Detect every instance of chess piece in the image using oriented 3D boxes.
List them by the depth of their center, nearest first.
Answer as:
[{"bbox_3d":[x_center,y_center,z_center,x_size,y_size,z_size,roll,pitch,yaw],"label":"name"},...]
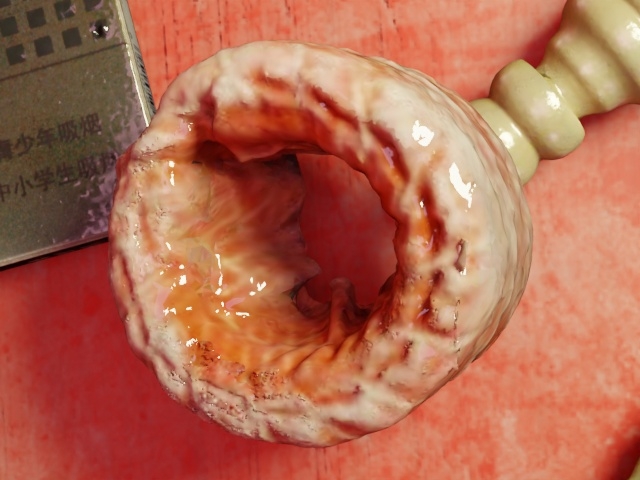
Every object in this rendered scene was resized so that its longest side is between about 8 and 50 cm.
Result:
[{"bbox_3d":[0.154,-0.094,0.613,0.170,0.094,0.094,-40,87,11],"label":"chess piece"}]

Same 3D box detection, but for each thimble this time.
[{"bbox_3d":[0.000,0.000,0.556,0.239,0.162,0.239,3,98,25],"label":"thimble"}]

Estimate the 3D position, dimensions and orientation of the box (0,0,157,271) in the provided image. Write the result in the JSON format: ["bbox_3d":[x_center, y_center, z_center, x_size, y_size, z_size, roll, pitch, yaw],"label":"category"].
[{"bbox_3d":[-0.224,-0.148,0.658,0.180,0.047,0.324,-15,88,4],"label":"box"}]

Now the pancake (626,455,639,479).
[{"bbox_3d":[0.335,0.204,0.590,0.305,0.067,0.426,4,91,8],"label":"pancake"}]
